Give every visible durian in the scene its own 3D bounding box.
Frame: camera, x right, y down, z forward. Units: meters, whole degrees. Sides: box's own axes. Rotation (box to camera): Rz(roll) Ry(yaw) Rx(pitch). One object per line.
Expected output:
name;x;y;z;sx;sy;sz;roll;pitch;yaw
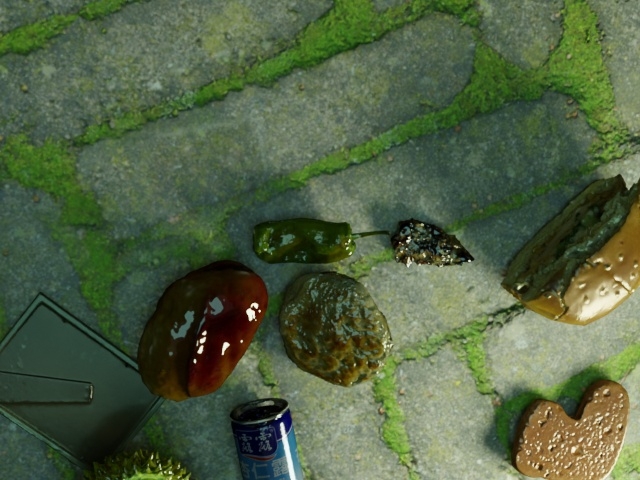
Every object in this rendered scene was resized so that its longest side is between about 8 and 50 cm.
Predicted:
durian;-0.263;0.416;1.416;0.200;0.176;0.237;-23;102;-6

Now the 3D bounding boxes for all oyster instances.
oyster;0.176;0.005;1.523;0.132;0.029;0.086;-7;100;-10

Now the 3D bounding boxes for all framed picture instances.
framed picture;-0.372;0.220;1.444;0.250;0.016;0.184;38;90;-15

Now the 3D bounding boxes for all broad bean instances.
broad bean;-0.173;0.131;1.421;0.156;0.122;0.228;31;98;-41

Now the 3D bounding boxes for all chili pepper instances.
chili pepper;0.000;0.003;1.464;0.204;0.073;0.072;0;117;-1

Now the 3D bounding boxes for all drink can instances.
drink can;-0.072;0.369;1.494;0.097;0.097;0.235;-12;100;-10

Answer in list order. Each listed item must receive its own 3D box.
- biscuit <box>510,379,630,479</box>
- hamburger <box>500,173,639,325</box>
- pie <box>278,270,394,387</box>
biscuit;0.421;0.315;1.624;0.192;0.036;0.186;12;93;-14
hamburger;0.437;0.030;1.527;0.283;0.144;0.156;-43;105;-5
pie;0.019;0.135;1.487;0.163;0.079;0.193;-21;104;2
